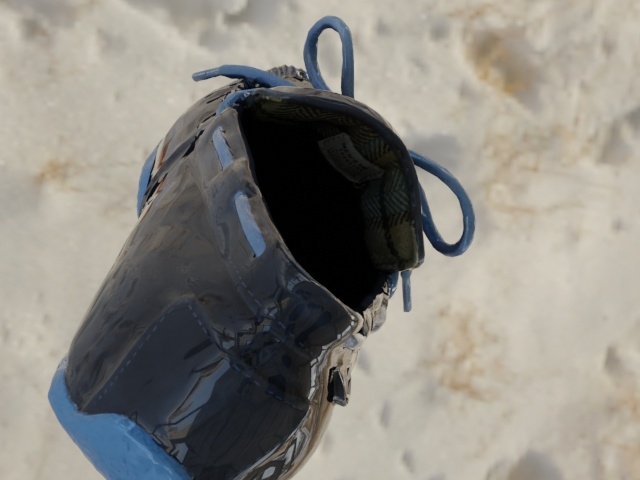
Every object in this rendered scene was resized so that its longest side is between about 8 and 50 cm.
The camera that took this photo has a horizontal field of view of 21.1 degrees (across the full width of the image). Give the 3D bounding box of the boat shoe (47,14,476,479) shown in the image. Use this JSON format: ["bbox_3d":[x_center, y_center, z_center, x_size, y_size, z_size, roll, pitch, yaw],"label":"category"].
[{"bbox_3d":[0.000,0.000,0.521,0.109,0.089,0.258,41,21,-16],"label":"boat shoe"}]
